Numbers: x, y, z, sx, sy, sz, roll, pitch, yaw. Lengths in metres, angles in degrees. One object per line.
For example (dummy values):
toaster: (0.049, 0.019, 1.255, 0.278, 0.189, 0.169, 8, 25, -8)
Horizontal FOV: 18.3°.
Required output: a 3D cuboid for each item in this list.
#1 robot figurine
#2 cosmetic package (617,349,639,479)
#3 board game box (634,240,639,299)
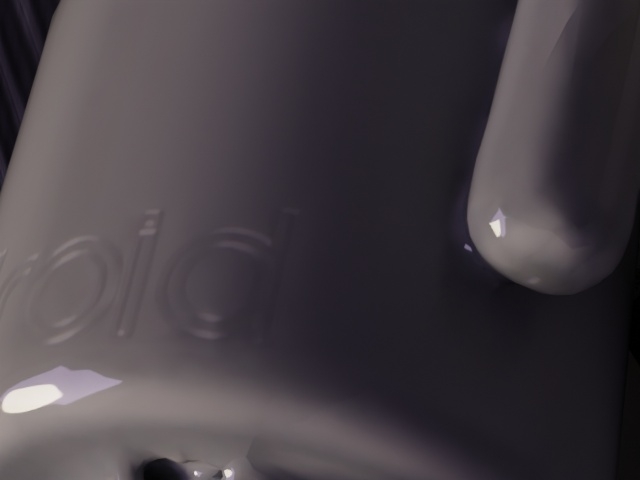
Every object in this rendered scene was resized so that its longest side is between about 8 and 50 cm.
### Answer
robot figurine: (0.000, 0.000, 0.626, 0.300, 0.200, 0.353, -29, 41, 45)
cosmetic package: (0.031, 0.143, 0.815, 0.377, 0.097, 0.284, 62, 142, 40)
board game box: (0.083, -0.050, 0.888, 0.305, 0.053, 0.193, 127, 132, -63)
